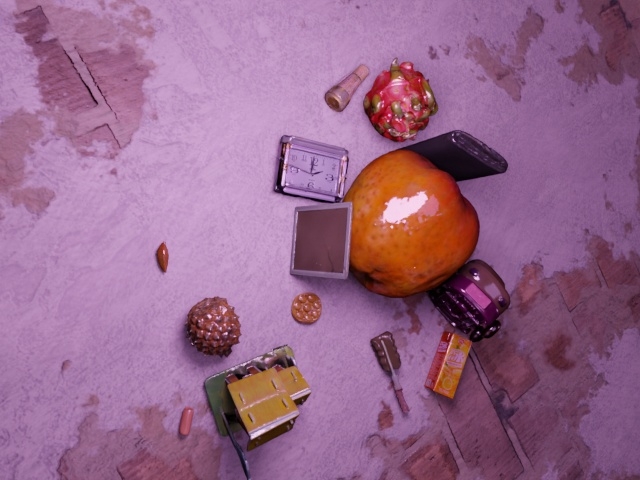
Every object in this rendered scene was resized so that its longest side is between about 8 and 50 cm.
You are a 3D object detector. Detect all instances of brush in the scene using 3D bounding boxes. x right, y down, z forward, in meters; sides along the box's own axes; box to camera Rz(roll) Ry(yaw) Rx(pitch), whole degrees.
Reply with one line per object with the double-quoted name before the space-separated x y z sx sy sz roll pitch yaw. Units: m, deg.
"brush" 0.258 0.471 1.834 0.084 0.071 0.301 -21 97 -10

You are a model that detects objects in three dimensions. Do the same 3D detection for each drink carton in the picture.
"drink carton" 0.472 0.458 1.919 0.096 0.071 0.223 27 79 -18

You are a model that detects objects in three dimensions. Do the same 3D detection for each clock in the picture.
"clock" -0.034 -0.233 1.722 0.253 0.083 0.187 10 84 -22

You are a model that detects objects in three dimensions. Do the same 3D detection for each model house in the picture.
"model house" -0.134 0.535 1.529 0.300 0.323 0.341 -18 95 -21

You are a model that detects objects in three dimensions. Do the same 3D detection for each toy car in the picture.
"toy car" 0.543 0.181 1.817 0.240 0.341 0.271 -41 81 -12

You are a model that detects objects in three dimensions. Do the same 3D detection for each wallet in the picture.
"wallet" 0.408 -0.265 1.732 0.228 0.406 0.062 26 81 -20

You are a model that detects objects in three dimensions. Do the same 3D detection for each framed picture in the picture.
"framed picture" 0.000 0.000 1.623 0.018 0.293 0.231 7 86 -37

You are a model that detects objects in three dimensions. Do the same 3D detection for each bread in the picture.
"bread" -0.045 0.226 1.735 0.109 0.024 0.110 1 87 -23

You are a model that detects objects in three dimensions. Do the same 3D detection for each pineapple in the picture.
"pineapple" -0.315 0.272 1.556 0.166 0.166 0.193 -30 111 -20

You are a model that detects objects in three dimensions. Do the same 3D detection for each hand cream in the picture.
"hand cream" 0.102 -0.538 1.794 0.084 0.084 0.203 45 68 -15

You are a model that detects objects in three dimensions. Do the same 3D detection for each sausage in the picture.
"sausage" -0.407 0.548 1.572 0.034 0.034 0.084 13 84 -22

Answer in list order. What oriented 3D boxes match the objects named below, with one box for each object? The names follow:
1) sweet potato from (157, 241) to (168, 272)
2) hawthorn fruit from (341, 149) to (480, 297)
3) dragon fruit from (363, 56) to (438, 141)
"sweet potato" -0.473 0.050 1.558 0.034 0.034 0.095 -4 87 -23
"hawthorn fruit" 0.261 -0.038 1.674 0.471 0.471 0.473 1 88 -22
"dragon fruit" 0.275 -0.474 1.774 0.237 0.231 0.303 32 36 -19
